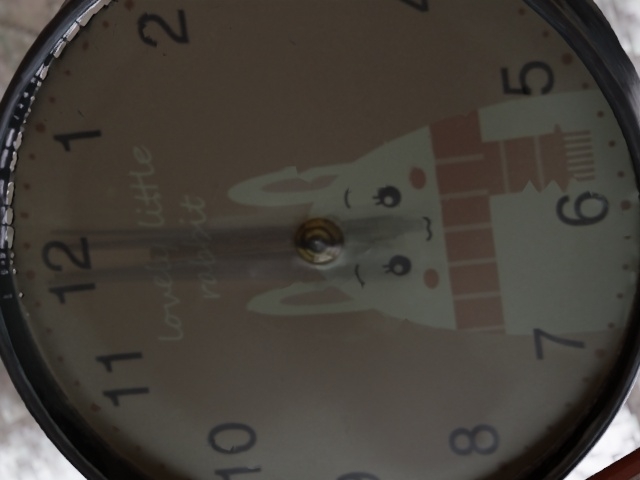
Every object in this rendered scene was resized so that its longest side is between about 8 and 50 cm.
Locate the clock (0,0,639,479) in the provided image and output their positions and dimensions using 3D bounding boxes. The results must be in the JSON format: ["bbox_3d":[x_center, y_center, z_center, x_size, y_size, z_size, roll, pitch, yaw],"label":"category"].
[{"bbox_3d":[0.000,0.000,1.021,0.386,0.386,0.076,-16,-166,11],"label":"clock"}]

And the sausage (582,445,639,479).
[{"bbox_3d":[0.148,0.137,0.991,0.223,0.029,0.029,-34,-162,21],"label":"sausage"}]
